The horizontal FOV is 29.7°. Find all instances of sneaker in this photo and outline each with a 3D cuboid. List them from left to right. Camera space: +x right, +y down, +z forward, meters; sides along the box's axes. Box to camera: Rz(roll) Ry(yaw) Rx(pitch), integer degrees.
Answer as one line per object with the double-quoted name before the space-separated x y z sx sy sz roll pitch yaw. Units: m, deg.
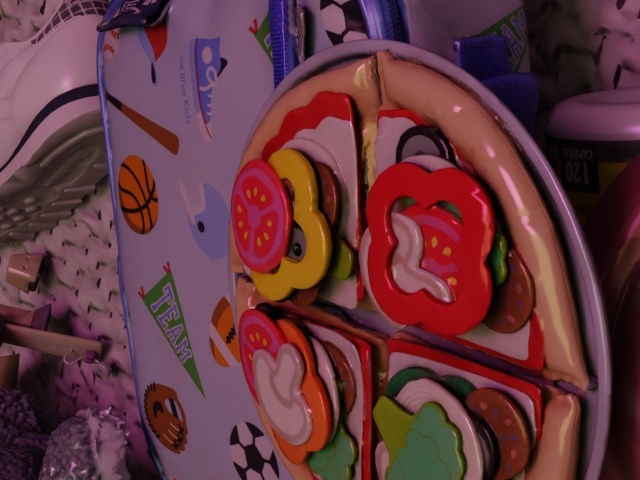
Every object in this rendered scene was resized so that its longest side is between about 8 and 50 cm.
"sneaker" -0.192 -0.065 0.752 0.235 0.090 0.094 -28 72 35

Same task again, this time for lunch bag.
"lunch bag" 0.000 0.000 0.560 0.243 0.115 0.303 6 107 52

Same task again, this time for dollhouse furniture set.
"dollhouse furniture set" -0.182 0.080 0.821 0.081 0.091 0.114 13 144 -8

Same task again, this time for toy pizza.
"toy pizza" 0.017 0.030 0.429 0.201 0.032 0.201 19 115 49

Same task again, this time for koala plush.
"koala plush" -0.182 0.169 0.672 0.203 0.196 0.221 56 164 6

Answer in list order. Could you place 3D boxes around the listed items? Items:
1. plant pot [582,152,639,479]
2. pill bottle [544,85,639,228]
"plant pot" 0.182 0.053 0.353 0.201 0.180 0.201 0 102 2
"pill bottle" 0.149 0.030 0.495 0.103 0.103 0.184 2 103 37
